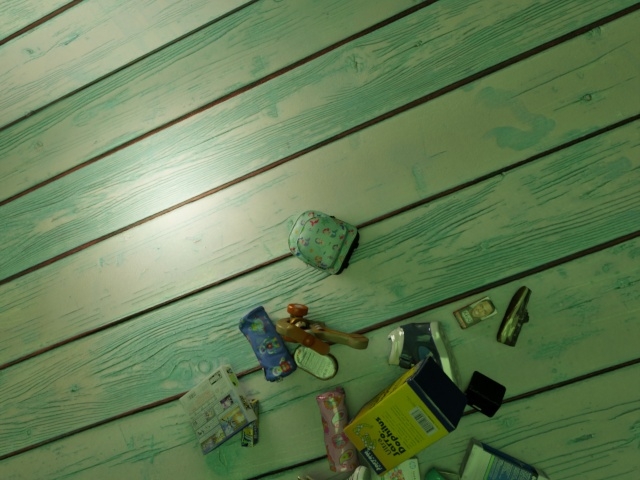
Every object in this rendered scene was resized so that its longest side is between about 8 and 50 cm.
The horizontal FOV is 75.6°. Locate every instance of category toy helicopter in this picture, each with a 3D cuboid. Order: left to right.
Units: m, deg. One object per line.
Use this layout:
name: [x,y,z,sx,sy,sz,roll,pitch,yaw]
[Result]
toy helicopter: [0.004,0.352,1.548,0.355,0.235,0.140,10,94,8]

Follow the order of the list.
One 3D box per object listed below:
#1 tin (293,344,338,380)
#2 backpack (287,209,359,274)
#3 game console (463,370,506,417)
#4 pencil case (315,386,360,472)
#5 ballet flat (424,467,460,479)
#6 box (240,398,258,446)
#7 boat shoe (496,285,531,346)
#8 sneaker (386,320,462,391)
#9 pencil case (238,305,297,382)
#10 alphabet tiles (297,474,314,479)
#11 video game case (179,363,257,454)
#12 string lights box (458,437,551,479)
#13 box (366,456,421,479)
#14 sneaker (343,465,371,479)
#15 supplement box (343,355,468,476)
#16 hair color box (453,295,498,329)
tin: [-0.020,0.479,1.636,0.189,0.040,0.106,24,83,15]
backpack: [0.000,0.000,1.631,0.253,0.191,0.225,26,89,20]
game console: [0.590,0.558,1.499,0.122,0.071,0.107,28,119,16]
pencil case: [0.066,0.705,1.543,0.124,0.124,0.284,-14,78,10]
ballet flat: [0.489,0.878,1.442,0.247,0.083,0.087,25,74,13]
box: [-0.282,0.726,1.644,0.054,0.059,0.169,-2,81,14]
boat shoe: [0.709,0.275,1.483,0.073,0.080,0.224,24,93,9]
sneaker: [0.368,0.462,1.520,0.236,0.130,0.323,-18,89,26]
pencil case: [-0.216,0.416,1.638,0.133,0.119,0.306,-26,72,-20]
alphabet tiles: [0.017,0.957,1.501,0.237,0.009,0.198,16,124,32]
video game case: [-0.412,0.671,1.645,0.269,0.061,0.244,-40,68,17]
string lights box: [0.629,0.811,1.419,0.259,0.077,0.133,21,87,15]
box: [0.271,0.875,1.499,0.186,0.038,0.145,-9,70,10]
sneaker: [0.089,0.889,1.465,0.161,0.102,0.282,14,119,20]
supplement box: [0.285,0.594,1.403,0.195,0.194,0.356,49,118,15]
hair color box: [0.572,0.268,1.529,0.141,0.043,0.072,-29,76,6]
